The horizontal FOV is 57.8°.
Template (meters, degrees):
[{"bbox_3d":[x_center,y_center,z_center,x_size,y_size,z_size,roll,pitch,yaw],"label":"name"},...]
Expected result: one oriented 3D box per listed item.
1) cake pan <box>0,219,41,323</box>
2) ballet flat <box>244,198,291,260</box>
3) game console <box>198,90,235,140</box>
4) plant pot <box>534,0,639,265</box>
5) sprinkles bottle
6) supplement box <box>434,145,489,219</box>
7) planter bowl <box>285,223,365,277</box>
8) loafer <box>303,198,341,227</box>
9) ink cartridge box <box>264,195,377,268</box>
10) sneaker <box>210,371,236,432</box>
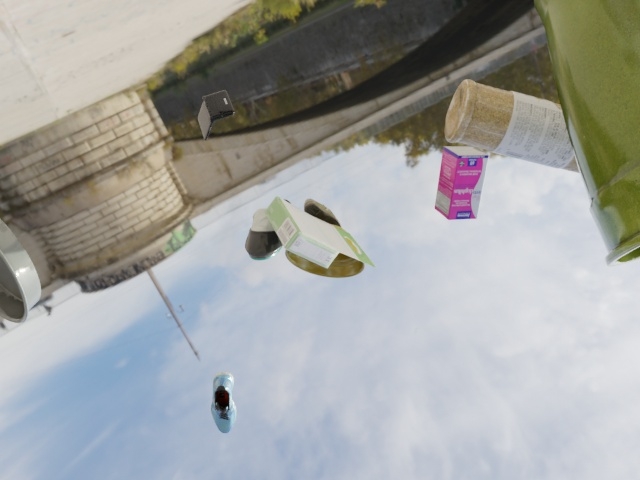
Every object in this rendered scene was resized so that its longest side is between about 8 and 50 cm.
[{"bbox_3d":[-0.700,0.042,1.230,0.293,0.293,0.054,-8,-156,42],"label":"cake pan"},{"bbox_3d":[-0.123,-0.039,1.412,0.095,0.096,0.280,0,-163,9],"label":"ballet flat"},{"bbox_3d":[-0.303,-0.362,1.675,0.107,0.071,0.122,-19,-130,-7],"label":"game console"},{"bbox_3d":[0.427,-0.204,0.659,0.366,0.353,0.366,-19,163,-6],"label":"plant pot"},{"bbox_3d":[0.418,-0.200,1.081,0.355,0.121,0.121,13,-160,-4],"label":"sprinkles bottle"},{"bbox_3d":[0.458,-0.188,1.894,0.111,0.220,0.114,-4,-154,-15],"label":"supplement box"},{"bbox_3d":[0.019,0.016,1.569,0.217,0.217,0.090,-11,-125,36],"label":"planter bowl"},{"bbox_3d":[0.007,-0.069,1.583,0.056,0.148,0.050,-32,-137,15],"label":"loafer"},{"bbox_3d":[0.000,0.000,1.317,0.056,0.235,0.171,-53,-145,14],"label":"ink cartridge box"},{"bbox_3d":[-0.243,0.407,1.421,0.063,0.162,0.073,-2,-160,-2],"label":"sneaker"}]
